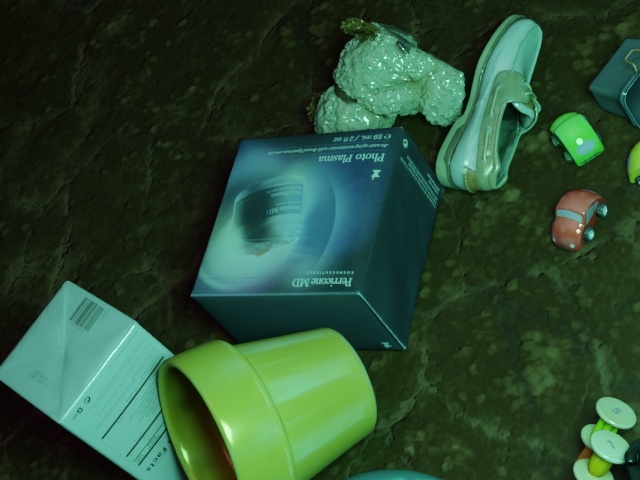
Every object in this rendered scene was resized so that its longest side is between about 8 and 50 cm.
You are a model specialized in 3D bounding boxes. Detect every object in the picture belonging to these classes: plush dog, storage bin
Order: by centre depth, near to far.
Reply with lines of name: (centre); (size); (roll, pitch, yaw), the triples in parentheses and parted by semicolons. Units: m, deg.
storage bin: (0.469, -0.246, 1.881); (0.135, 0.098, 0.091); (-52, 37, -11)
plush dog: (0.076, -0.235, 2.061); (0.262, 0.210, 0.225); (45, 113, 45)

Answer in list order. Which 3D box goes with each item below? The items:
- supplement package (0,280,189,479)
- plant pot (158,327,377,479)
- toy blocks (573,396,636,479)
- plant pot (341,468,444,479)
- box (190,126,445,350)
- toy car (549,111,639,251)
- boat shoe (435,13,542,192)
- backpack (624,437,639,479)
supplement package: (-0.292, 0.225, 1.847); (0.177, 0.293, 0.175); (25, 73, 40)
plant pot: (-0.063, 0.238, 1.728); (0.239, 0.254, 0.254); (-21, 41, -24)
toy blocks: (0.335, 0.284, 1.566); (0.054, 0.148, 0.123); (24, 33, 5)
plant pot: (0.073, 0.403, 1.543); (0.290, 0.290, 0.195); (-44, 14, -4)
box: (0.000, 0.000, 1.918); (0.296, 0.183, 0.294); (-3, 58, 30)
toy car: (0.400, -0.121, 1.851); (0.239, 0.053, 0.225); (-34, 47, 5)
boat shoe: (0.288, -0.208, 1.952); (0.103, 0.113, 0.302); (16, 77, 37)
backpack: (0.463, 0.273, 1.455); (0.182, 0.152, 0.115); (-18, 17, 33)
